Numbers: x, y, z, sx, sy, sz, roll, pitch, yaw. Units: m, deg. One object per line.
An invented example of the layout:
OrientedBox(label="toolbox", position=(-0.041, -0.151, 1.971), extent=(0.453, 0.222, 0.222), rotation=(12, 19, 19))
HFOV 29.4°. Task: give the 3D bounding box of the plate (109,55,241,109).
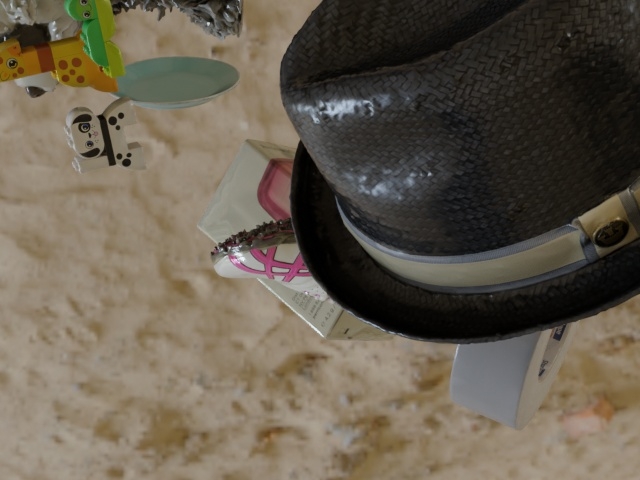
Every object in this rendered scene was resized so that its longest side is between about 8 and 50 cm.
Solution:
OrientedBox(label="plate", position=(-0.202, -0.211, 1.662), extent=(0.188, 0.188, 0.024), rotation=(-2, 117, -2))

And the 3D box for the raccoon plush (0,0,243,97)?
OrientedBox(label="raccoon plush", position=(-0.211, -0.351, 1.079), extent=(0.299, 0.446, 0.216), rotation=(3, 174, -3))

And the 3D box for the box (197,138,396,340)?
OrientedBox(label="box", position=(0.000, 0.000, 1.409), extent=(0.149, 0.232, 0.126), rotation=(7, 118, -55))

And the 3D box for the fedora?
OrientedBox(label="fedora", position=(0.098, -0.106, 0.705), extent=(0.334, 0.334, 0.152), rotation=(-22, 140, 21))

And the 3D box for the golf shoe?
OrientedBox(label="golf shoe", position=(-0.015, 0.021, 1.076), extent=(0.186, 0.067, 0.086), rotation=(-8, 104, 30))

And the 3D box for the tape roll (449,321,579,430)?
OrientedBox(label="tape roll", position=(0.205, 0.073, 1.201), extent=(0.072, 0.219, 0.219), rotation=(23, 145, 20))

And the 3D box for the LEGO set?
OrientedBox(label="LEGO set", position=(-0.208, -0.159, 0.927), extent=(0.093, 0.087, 0.227), rotation=(-16, 113, -16))
